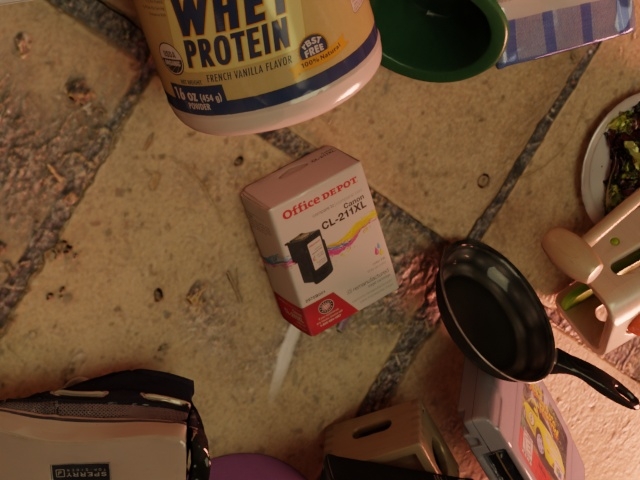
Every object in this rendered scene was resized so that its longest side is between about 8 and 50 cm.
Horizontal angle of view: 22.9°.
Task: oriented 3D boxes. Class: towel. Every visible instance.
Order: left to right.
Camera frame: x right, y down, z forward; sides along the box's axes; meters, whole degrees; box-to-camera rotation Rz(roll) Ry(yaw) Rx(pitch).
[{"bbox_3d":[0.286,-0.358,1.865,0.209,0.034,0.285,-16,115,-24],"label":"towel"}]

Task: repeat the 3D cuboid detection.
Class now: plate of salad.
[{"bbox_3d":[0.419,-0.094,2.031,0.200,0.048,0.200,-10,112,-27],"label":"plate of salad"}]

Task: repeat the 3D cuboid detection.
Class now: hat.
[{"bbox_3d":[0.144,-0.299,1.799,0.208,0.173,0.183,26,52,-18],"label":"hat"}]

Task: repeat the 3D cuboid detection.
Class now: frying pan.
[{"bbox_3d":[0.255,0.105,1.953,0.326,0.197,0.053,18,137,-40],"label":"frying pan"}]

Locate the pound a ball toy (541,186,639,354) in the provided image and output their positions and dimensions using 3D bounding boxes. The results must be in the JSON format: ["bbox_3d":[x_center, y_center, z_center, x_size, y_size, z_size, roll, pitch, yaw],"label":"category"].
[{"bbox_3d":[0.427,0.020,1.968,0.319,0.136,0.208,-28,152,-18],"label":"pound a ball toy"}]

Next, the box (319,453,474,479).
[{"bbox_3d":[0.069,0.397,1.826,0.184,0.103,0.261,11,103,-7],"label":"box"}]

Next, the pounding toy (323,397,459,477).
[{"bbox_3d":[0.129,0.295,1.930,0.181,0.094,0.206,-20,123,16],"label":"pounding toy"}]

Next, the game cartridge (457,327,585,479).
[{"bbox_3d":[0.259,0.257,1.987,0.060,0.196,0.294,-20,122,21],"label":"game cartridge"}]

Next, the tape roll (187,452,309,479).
[{"bbox_3d":[-0.096,0.395,1.877,0.275,0.090,0.275,-11,113,-27],"label":"tape roll"}]

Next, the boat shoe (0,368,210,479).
[{"bbox_3d":[-0.285,0.209,1.690,0.340,0.158,0.127,4,112,-3],"label":"boat shoe"}]

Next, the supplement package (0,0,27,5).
[{"bbox_3d":[-0.303,-0.307,1.429,0.194,0.203,0.149,-16,115,-26],"label":"supplement package"}]

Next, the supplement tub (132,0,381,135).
[{"bbox_3d":[-0.084,-0.286,1.552,0.228,0.228,0.316,-29,120,-19],"label":"supplement tub"}]

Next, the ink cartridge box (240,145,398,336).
[{"bbox_3d":[0.000,0.000,1.800,0.127,0.072,0.175,-29,120,-18],"label":"ink cartridge box"}]
